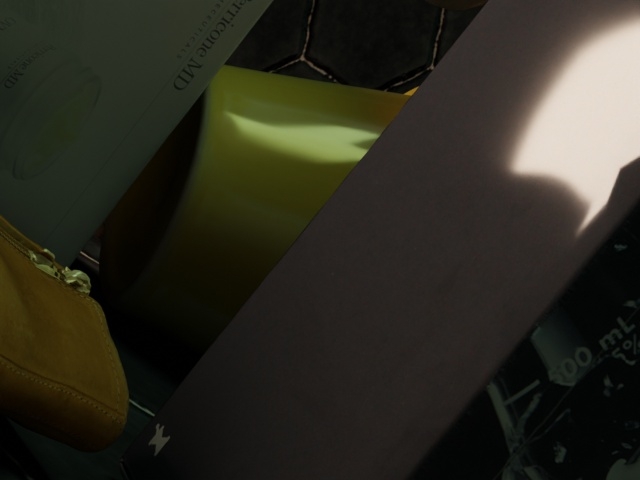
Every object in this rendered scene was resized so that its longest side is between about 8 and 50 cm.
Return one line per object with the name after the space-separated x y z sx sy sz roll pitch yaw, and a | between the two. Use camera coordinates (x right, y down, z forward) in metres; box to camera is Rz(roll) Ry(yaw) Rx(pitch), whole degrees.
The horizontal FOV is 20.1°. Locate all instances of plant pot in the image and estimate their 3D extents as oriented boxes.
0.000 0.000 1.151 0.239 0.254 0.254 21 12 -21 | plant pot

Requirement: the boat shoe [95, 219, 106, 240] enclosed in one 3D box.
-0.088 0.010 1.322 0.190 0.068 0.072 36 -5 -19 | boat shoe

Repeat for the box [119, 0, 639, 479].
0.145 0.083 0.821 0.312 0.343 0.179 34 8 -31 | box

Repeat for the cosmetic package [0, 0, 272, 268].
-0.187 -0.138 1.061 0.225 0.224 0.138 34 7 -32 | cosmetic package

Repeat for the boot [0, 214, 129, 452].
-0.210 -0.027 0.780 0.295 0.104 0.211 48 6 34 | boot

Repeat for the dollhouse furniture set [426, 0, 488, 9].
0.096 -0.183 1.104 0.394 0.256 0.362 57 18 3 | dollhouse furniture set
